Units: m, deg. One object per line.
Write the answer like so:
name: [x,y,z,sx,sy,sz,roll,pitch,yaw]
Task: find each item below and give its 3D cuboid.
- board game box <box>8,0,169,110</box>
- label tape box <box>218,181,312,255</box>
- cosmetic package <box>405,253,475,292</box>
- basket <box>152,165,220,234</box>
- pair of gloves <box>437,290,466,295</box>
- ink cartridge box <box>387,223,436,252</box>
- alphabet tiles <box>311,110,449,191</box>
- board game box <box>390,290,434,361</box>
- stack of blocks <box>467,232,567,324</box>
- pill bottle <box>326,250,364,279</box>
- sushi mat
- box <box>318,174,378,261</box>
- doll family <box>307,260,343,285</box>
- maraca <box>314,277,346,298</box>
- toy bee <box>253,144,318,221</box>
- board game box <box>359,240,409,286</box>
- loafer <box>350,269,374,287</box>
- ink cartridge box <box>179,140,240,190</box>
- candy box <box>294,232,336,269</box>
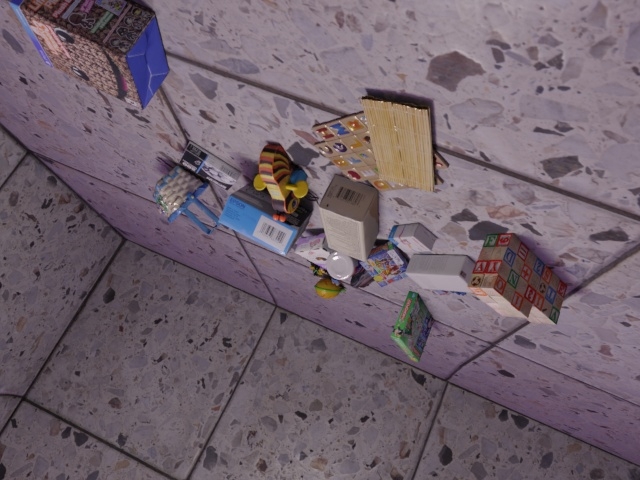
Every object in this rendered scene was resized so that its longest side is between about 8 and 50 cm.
board game box: [-0.551,-0.494,1.263,0.291,0.141,0.232,26,161,1]
label tape box: [-0.169,-0.099,1.789,0.249,0.115,0.347,27,-157,2]
cosmetic package: [0.411,0.108,1.710,0.117,0.085,0.231,38,156,-32]
basket: [-0.534,-0.144,2.081,0.289,0.201,0.255,40,158,-10]
pair of gloves: [0.444,0.162,1.904,0.159,0.023,0.198,31,162,-21]
ink cartridge box: [0.287,-0.007,1.609,0.089,0.052,0.123,36,158,-26]
alphabet tiles: [0.143,-0.217,1.301,0.285,0.011,0.343,37,158,-31]
board game box: [0.409,0.381,2.238,0.046,0.213,0.317,14,158,32]
stack of blocks: [0.558,0.130,1.437,0.297,0.171,0.087,35,159,-27]
pill bottle: [0.108,0.074,1.867,0.108,0.108,0.194,18,-165,24]
sushi mat: [0.188,-0.217,1.193,0.152,0.019,0.316,19,159,23]
box: [0.096,-0.061,1.606,0.148,0.121,0.311,21,161,14]
doll family: [0.020,0.142,2.337,0.193,0.075,0.111,16,155,13]
maraca: [0.047,0.236,2.515,0.127,0.099,0.186,16,-175,33]
toy bee: [-0.104,-0.147,1.580,0.298,0.162,0.195,39,156,-33]
board game box: [0.237,0.088,1.838,0.136,0.035,0.201,-24,139,16]
loafer: [0.200,0.137,2.034,0.095,0.108,0.302,23,158,-6]
ink cartridge box: [-0.408,-0.258,1.860,0.206,0.045,0.208,31,162,-16]
candy box: [0.028,0.049,2.007,0.196,0.070,0.165,31,154,-35]
